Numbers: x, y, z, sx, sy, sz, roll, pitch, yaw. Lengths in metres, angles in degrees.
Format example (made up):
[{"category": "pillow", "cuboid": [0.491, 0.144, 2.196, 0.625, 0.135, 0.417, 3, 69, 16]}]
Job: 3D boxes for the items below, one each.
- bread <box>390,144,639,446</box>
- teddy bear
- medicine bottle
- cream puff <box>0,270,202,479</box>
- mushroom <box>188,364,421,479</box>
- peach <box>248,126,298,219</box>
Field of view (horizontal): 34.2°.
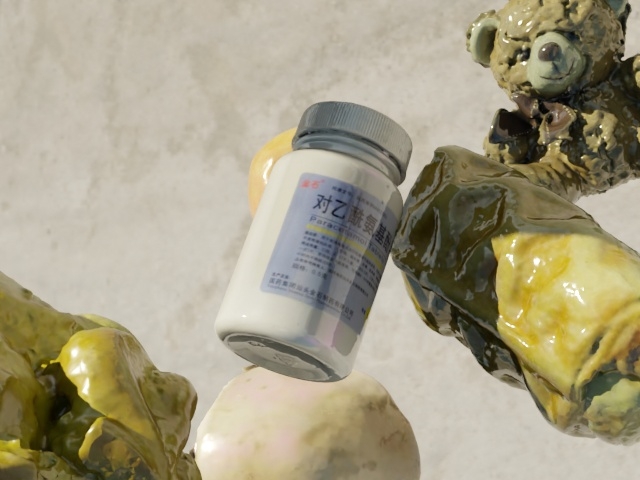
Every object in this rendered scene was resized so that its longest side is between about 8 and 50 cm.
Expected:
[{"category": "bread", "cuboid": [0.164, 0.042, 0.772, 0.268, 0.130, 0.152, 39, 149, 48]}, {"category": "teddy bear", "cuboid": [0.283, -0.169, 1.159, 0.267, 0.156, 0.256, -20, 93, 10]}, {"category": "medicine bottle", "cuboid": [0.000, 0.000, 0.751, 0.103, 0.103, 0.186, -5, 57, 47]}, {"category": "cream puff", "cuboid": [-0.241, 0.170, 0.728, 0.257, 0.324, 0.291, -1, 64, 65]}, {"category": "mushroom", "cuboid": [-0.013, 0.233, 1.014, 0.173, 0.162, 0.236, -11, 83, 32]}, {"category": "peach", "cuboid": [-0.002, -0.059, 1.269, 0.184, 0.184, 0.184, 2, 93, 47]}]
